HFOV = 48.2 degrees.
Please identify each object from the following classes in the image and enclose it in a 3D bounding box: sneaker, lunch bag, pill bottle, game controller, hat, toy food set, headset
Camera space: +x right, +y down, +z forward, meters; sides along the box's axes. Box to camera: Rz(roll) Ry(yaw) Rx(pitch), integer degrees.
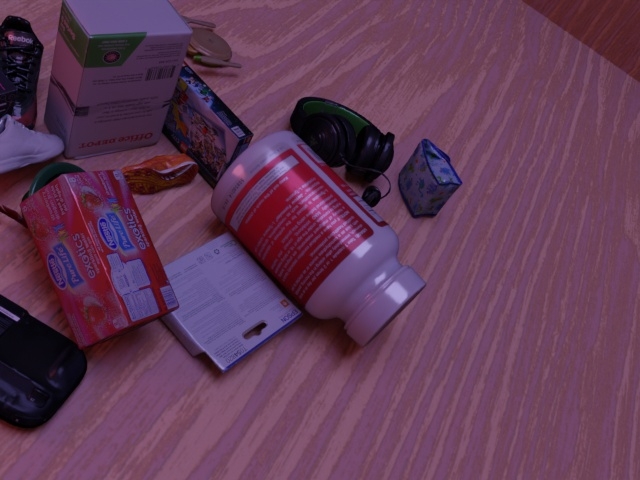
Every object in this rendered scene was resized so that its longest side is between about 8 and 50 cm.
[{"bbox_3d":[-0.589,-0.326,1.376,0.097,0.135,0.276,6,51,-29],"label":"sneaker"},{"bbox_3d":[0.256,-0.152,1.740,0.096,0.129,0.151,-3,53,-35],"label":"lunch bag"},{"bbox_3d":[-0.330,-0.138,1.434,0.175,0.064,0.067,-14,41,-44],"label":"sneaker"},{"bbox_3d":[0.000,0.000,1.379,0.408,0.229,0.229,46,44,11],"label":"pill bottle"},{"bbox_3d":[-0.513,0.148,1.072,0.319,0.067,0.166,33,29,-3],"label":"game controller"},{"bbox_3d":[-0.506,-0.044,1.262,0.173,0.183,0.209,-53,127,-54],"label":"hat"},{"bbox_3d":[-0.535,-0.180,1.270,0.080,0.094,0.212,-7,16,17],"label":"sneaker"},{"bbox_3d":[-0.283,-0.480,1.775,0.132,0.038,0.192,0,47,-40],"label":"toy food set"},{"bbox_3d":[0.055,-0.195,1.683,0.243,0.185,0.394,11,33,-28],"label":"headset"}]

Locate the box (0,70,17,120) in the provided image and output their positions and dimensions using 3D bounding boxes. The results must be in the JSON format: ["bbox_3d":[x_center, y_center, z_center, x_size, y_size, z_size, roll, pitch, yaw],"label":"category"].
[{"bbox_3d":[-0.673,-0.270,1.254,0.247,0.163,0.142,45,42,12],"label":"box"}]

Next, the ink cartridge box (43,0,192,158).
[{"bbox_3d":[-0.395,-0.312,1.371,0.211,0.289,0.121,-18,61,-40],"label":"ink cartridge box"}]

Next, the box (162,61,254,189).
[{"bbox_3d":[-0.252,-0.239,1.485,0.233,0.159,0.044,47,46,13],"label":"box"}]

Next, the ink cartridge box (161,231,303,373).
[{"bbox_3d":[-0.179,0.113,1.304,0.224,0.045,0.223,47,45,12],"label":"ink cartridge box"}]

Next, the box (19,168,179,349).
[{"bbox_3d":[-0.352,0.026,1.143,0.128,0.122,0.257,-19,84,-62],"label":"box"}]
